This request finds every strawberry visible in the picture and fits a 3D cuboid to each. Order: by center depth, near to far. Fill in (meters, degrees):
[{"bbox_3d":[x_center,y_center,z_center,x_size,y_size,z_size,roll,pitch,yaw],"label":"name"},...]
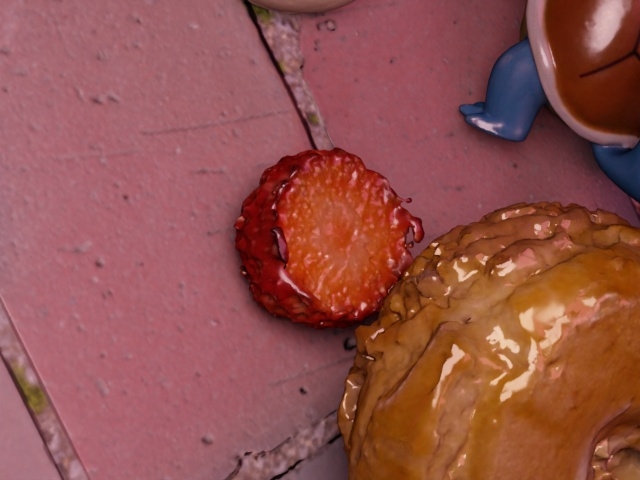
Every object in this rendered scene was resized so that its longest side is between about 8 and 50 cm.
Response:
[{"bbox_3d":[0.000,0.000,1.164,0.145,0.086,0.145,12,69,-33],"label":"strawberry"}]

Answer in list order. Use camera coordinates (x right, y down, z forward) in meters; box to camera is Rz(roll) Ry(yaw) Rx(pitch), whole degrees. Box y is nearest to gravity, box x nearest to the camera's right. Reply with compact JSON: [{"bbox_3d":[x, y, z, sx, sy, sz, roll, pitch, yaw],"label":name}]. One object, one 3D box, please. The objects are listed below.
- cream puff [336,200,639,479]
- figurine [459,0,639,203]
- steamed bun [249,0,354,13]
[{"bbox_3d":[0.156,0.129,1.141,0.343,0.231,0.327,-18,115,-23],"label":"cream puff"},{"bbox_3d":[0.249,-0.195,1.336,0.298,0.243,0.416,7,68,-28],"label":"figurine"},{"bbox_3d":[-0.011,-0.300,1.219,0.177,0.130,0.228,5,75,-35],"label":"steamed bun"}]
